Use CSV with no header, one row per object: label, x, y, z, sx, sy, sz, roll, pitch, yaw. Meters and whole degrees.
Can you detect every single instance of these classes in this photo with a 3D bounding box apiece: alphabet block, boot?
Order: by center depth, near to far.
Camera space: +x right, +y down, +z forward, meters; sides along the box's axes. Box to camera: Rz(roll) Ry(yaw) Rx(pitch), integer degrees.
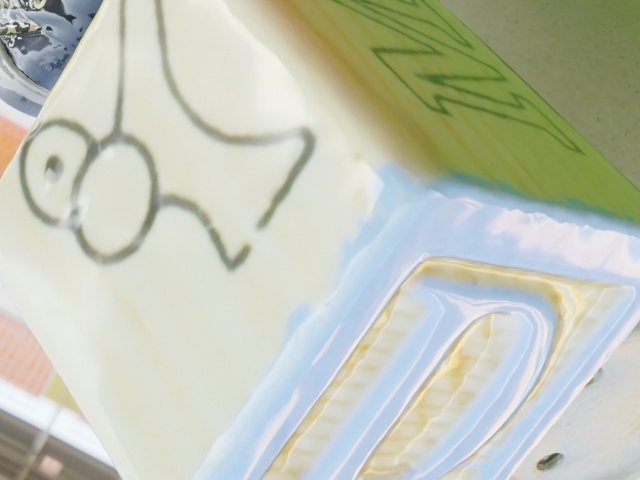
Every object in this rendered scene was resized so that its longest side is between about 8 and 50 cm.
alphabet block,0.000,0.000,0.634,0.193,0.192,0.197,12,-149,-48
boot,-0.226,-0.331,1.306,0.138,0.284,0.377,10,-129,-41

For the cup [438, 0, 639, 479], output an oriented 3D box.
cup,0.132,0.026,0.931,0.331,0.331,0.237,27,-151,-43
